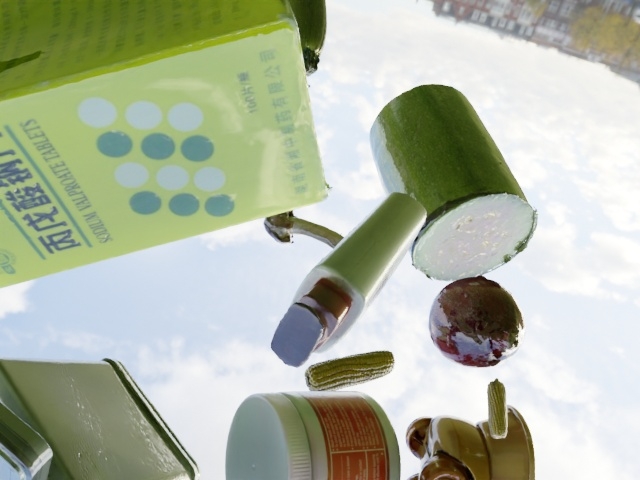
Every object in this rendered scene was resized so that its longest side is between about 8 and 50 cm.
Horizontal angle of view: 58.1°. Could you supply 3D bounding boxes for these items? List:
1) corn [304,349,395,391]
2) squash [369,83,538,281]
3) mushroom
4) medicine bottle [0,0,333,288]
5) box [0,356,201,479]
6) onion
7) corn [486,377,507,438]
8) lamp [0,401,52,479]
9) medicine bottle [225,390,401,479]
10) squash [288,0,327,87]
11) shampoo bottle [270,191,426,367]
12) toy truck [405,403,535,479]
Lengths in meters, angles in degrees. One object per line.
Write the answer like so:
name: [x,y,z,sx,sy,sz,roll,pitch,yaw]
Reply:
corn: [0.074,0.317,1.399,0.230,0.080,0.080,-10,-145,-12]
squash: [0.263,-0.122,1.220,0.262,0.263,0.385,7,-138,-18]
mushroom: [0.000,0.000,0.879,0.186,0.060,0.061,25,179,5]
medicine bottle: [-0.131,-0.084,0.376,0.250,0.137,0.141,-16,-128,-2]
box: [-0.445,0.381,1.051,0.352,0.177,0.344,45,-178,22]
onion: [0.269,0.144,0.950,0.159,0.160,0.195,7,-171,-17]
corn: [0.241,0.228,0.789,0.027,0.028,0.083,16,-123,-11]
lamp: [-0.473,0.246,0.765,0.269,0.267,0.047,39,-133,5]
medicine bottle: [-0.016,0.404,1.049,0.240,0.253,0.252,10,-152,-33]
squash: [-0.031,-0.401,0.988,0.087,0.087,0.332,4,-112,-21]
shampoo bottle: [0.022,0.048,0.577,0.071,0.153,0.284,37,-154,5]
toy truck: [0.262,0.444,1.044,0.211,0.288,0.204,1,-170,0]
